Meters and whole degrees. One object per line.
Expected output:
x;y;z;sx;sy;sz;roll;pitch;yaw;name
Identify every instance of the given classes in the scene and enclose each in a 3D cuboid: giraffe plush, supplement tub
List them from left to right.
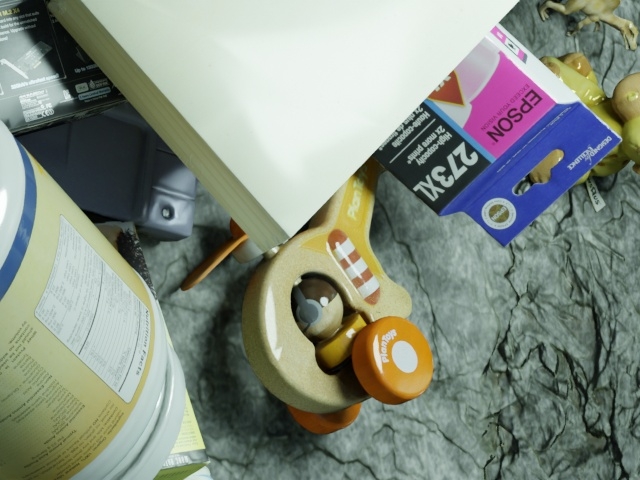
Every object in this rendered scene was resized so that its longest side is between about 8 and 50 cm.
-0.250;0.063;1.140;0.316;0.228;0.228;56;48;-51;supplement tub
0.350;-0.131;1.842;0.210;0.170;0.181;51;54;-25;giraffe plush

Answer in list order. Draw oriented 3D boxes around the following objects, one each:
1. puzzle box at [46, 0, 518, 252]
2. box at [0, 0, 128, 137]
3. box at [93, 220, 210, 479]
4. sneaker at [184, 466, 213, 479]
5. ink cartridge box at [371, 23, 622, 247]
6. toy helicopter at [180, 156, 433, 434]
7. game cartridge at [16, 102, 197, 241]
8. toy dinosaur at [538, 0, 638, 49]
-0.005;-0.216;1.363;0.272;0.052;0.409;49;57;-7;puzzle box
-0.317;-0.186;1.233;0.307;0.076;0.242;-21;94;-36;box
-0.175;0.098;1.353;0.087;0.058;0.232;-4;67;-44;box
-0.178;0.253;1.357;0.237;0.085;0.086;-9;75;-43;sneaker
0.104;-0.154;1.545;0.371;0.176;0.069;40;27;-11;ink cartridge box
0.000;0.000;1.559;0.235;0.140;0.355;31;53;-25;toy helicopter
-0.249;-0.148;1.374;0.355;0.068;0.230;16;77;-40;game cartridge
0.310;-0.291;1.882;0.183;0.092;0.053;34;62;-34;toy dinosaur
